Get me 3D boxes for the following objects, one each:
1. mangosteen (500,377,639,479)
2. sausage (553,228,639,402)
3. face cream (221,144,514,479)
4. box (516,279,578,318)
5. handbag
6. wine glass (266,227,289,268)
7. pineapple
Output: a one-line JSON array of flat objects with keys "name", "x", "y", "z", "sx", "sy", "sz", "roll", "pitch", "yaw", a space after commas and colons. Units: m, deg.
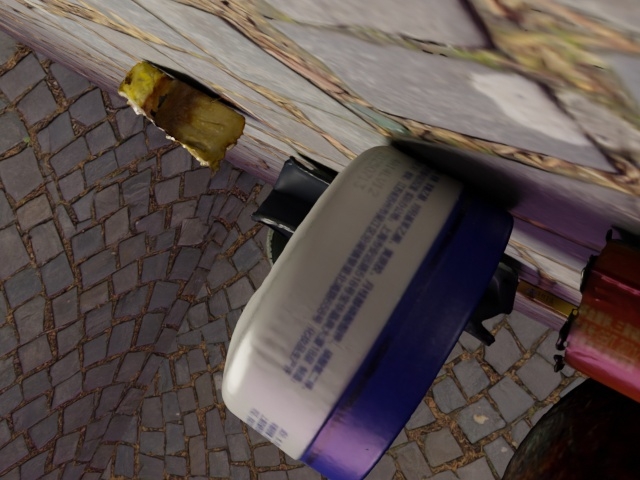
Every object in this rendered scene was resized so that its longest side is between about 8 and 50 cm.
[{"name": "mangosteen", "x": 0.260, "y": 0.216, "z": 0.424, "sx": 0.330, "sy": 0.330, "sz": 0.330, "roll": 28, "pitch": -179, "yaw": -1}, {"name": "sausage", "x": 0.233, "y": 0.081, "z": 0.278, "sx": 0.264, "sy": 0.083, "sz": 0.083, "roll": 28, "pitch": -179, "yaw": 30}, {"name": "face cream", "x": 0.027, "y": 0.044, "z": 0.438, "sx": 0.111, "sy": 0.206, "sz": 0.206, "roll": 33, "pitch": -178, "yaw": 8}, {"name": "box", "x": 0.342, "y": 0.098, "z": 0.934, "sx": 0.149, "sy": 0.020, "sz": 0.073, "roll": 29, "pitch": -178, "yaw": 28}, {"name": "handbag", "x": 0.096, "y": 0.020, "z": 0.880, "sx": 0.325, "sy": 0.118, "sz": 0.269, "roll": 29, "pitch": 174, "yaw": 19}, {"name": "wine glass", "x": -0.005, "y": 0.001, "z": 1.205, "sx": 0.190, "sy": 0.190, "sz": 0.357, "roll": 28, "pitch": 180, "yaw": -7}, {"name": "pineapple", "x": -0.150, "y": -0.132, "z": 0.678, "sx": 0.137, "sy": 0.069, "sz": 0.116, "roll": 30, "pitch": -178, "yaw": 2}]
